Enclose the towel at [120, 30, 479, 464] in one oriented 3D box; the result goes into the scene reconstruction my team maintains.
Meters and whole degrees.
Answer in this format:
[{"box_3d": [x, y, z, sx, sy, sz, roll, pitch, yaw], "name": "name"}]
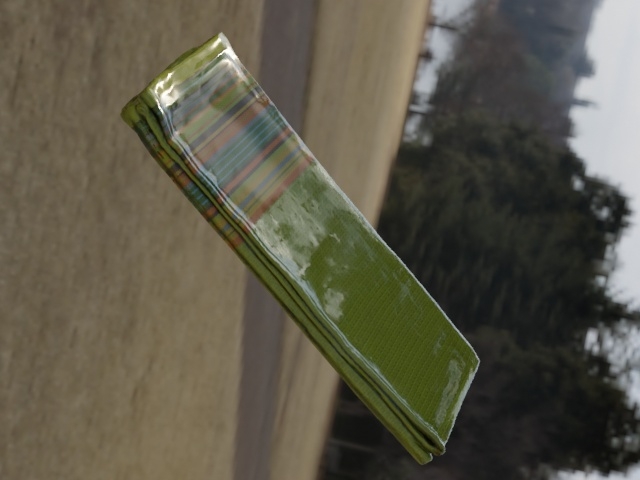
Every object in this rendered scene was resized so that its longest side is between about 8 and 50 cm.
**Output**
[{"box_3d": [0.000, 0.000, 0.671, 0.021, 0.237, 0.102, -32, -167, 36], "name": "towel"}]
